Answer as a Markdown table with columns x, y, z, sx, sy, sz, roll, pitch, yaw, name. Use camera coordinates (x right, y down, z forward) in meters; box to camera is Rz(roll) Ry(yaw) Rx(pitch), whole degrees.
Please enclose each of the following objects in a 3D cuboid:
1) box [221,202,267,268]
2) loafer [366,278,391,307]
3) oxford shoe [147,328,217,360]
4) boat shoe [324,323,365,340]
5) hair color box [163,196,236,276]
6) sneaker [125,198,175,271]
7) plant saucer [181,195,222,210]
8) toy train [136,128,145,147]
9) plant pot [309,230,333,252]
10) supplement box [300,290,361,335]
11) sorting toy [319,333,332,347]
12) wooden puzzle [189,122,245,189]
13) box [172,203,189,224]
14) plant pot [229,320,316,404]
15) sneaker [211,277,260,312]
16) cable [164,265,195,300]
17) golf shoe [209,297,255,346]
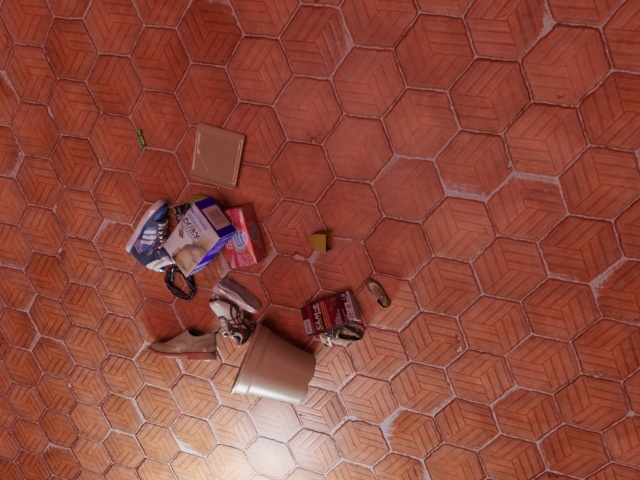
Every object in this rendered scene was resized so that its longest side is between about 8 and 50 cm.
| x | y | z | sx | sy | sz | roll | pitch | yaw | name |
| --- | --- | --- | --- | --- | --- | --- | --- | --- | --- |
| -0.341 | -0.023 | 1.775 | 0.128 | 0.122 | 0.257 | -11 | 102 | 17 | box |
| 0.249 | 0.229 | 1.739 | 0.056 | 0.050 | 0.148 | -41 | 93 | 20 | loafer |
| -0.676 | 0.514 | 2.023 | 0.396 | 0.140 | 0.147 | -1 | 74 | 19 | oxford shoe |
| 0.083 | 0.401 | 1.814 | 0.223 | 0.073 | 0.080 | 6 | 109 | 13 | boat shoe |
| -0.521 | -0.008 | 1.740 | 0.185 | 0.110 | 0.339 | 52 | 129 | 5 | hair color box |
| -0.725 | -0.006 | 1.883 | 0.236 | 0.130 | 0.323 | 37 | 106 | -9 | sneaker |
| -0.530 | -0.086 | 1.849 | 0.240 | 0.037 | 0.241 | 4 | 106 | 13 | plant saucer |
| -0.802 | -0.456 | 1.825 | 0.023 | 0.017 | 0.084 | -11 | 102 | 5 | toy train |
| 0.000 | 0.000 | 1.724 | 0.083 | 0.081 | 0.081 | 8 | 107 | 22 | plant pot |
| 0.042 | 0.320 | 1.777 | 0.239 | 0.073 | 0.130 | -23 | 68 | 18 | supplement box |
| 0.025 | 0.465 | 1.863 | 0.062 | 0.012 | 0.083 | 11 | 127 | 41 | sorting toy |
| -0.443 | -0.362 | 1.754 | 0.220 | 0.044 | 0.239 | 18 | 104 | 9 | wooden puzzle |
| -0.620 | -0.118 | 1.833 | 0.067 | 0.018 | 0.084 | -9 | 103 | 16 | box |
| -0.197 | 0.574 | 1.824 | 0.305 | 0.334 | 0.334 | 23 | 109 | -5 | plant pot |
| -0.387 | 0.270 | 1.882 | 0.235 | 0.090 | 0.095 | 35 | 111 | -3 | sneaker |
| -0.675 | 0.212 | 1.961 | 0.150 | 0.047 | 0.185 | -16 | 101 | 17 | cable |
| -0.410 | 0.367 | 1.849 | 0.105 | 0.120 | 0.273 | -17 | 125 | 39 | golf shoe |
